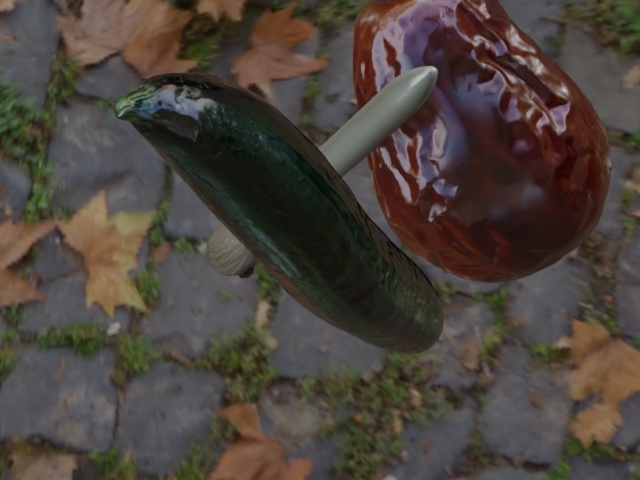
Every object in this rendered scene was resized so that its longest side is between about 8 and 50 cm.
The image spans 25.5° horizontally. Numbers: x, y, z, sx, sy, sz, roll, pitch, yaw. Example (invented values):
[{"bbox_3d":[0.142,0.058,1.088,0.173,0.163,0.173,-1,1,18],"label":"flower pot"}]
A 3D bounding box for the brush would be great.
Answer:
[{"bbox_3d":[-0.004,-0.035,0.851,0.039,0.299,0.042,38,60,-10],"label":"brush"}]

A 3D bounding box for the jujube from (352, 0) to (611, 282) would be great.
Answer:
[{"bbox_3d":[0.120,-0.090,1.124,0.190,0.190,0.255,-29,109,-6],"label":"jujube"}]

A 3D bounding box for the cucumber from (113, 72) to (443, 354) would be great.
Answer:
[{"bbox_3d":[0.000,0.000,0.600,0.056,0.284,0.056,-9,66,21],"label":"cucumber"}]
